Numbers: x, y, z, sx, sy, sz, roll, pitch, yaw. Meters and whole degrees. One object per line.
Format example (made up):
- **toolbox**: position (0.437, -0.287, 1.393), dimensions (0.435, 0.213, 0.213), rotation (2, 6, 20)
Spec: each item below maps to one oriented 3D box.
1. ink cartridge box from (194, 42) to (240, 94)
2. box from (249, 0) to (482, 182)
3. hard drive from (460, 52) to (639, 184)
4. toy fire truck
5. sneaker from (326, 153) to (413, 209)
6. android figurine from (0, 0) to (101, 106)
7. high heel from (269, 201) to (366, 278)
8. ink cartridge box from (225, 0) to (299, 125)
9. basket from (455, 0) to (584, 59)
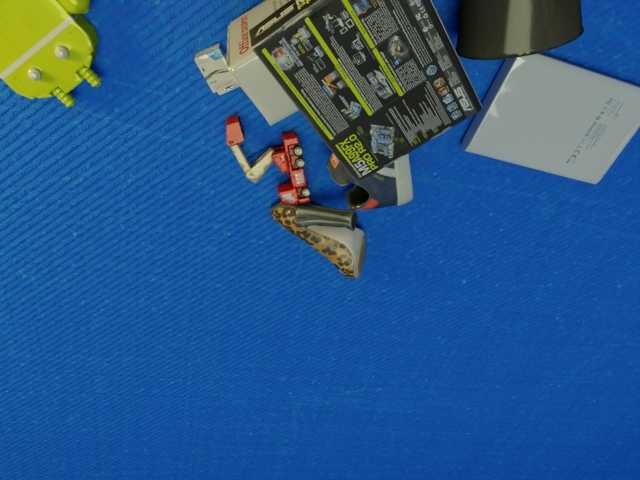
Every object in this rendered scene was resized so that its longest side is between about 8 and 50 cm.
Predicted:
- **ink cartridge box**: position (-0.175, -0.289, 0.921), dimensions (0.048, 0.028, 0.083), rotation (-21, 129, 10)
- **box**: position (0.070, -0.231, 0.730), dimensions (0.216, 0.060, 0.270), rotation (-30, 131, 17)
- **hard drive**: position (0.464, -0.235, 1.042), dimensions (0.319, 0.040, 0.210), rotation (11, 126, -16)
- **toy fire truck**: position (-0.099, -0.149, 1.019), dimensions (0.136, 0.047, 0.191), rotation (-13, 120, -4)
- **sneaker**: position (0.075, -0.183, 0.966), dimensions (0.148, 0.131, 0.349), rotation (-15, 133, 2)
- **android figurine**: position (-0.470, -0.333, 0.832), dimensions (0.248, 0.056, 0.272), rotation (-28, 125, 15)
- **high heel**: position (0.000, 0.000, 1.171), dimensions (0.187, 0.093, 0.261), rotation (10, 149, 18)
- **ink cartridge box**: position (0.002, -0.321, 0.810), dimensions (0.273, 0.196, 0.114), rotation (-25, 129, 13)
- **basket**: position (0.300, -0.416, 0.810), dimensions (0.205, 0.154, 0.226), rotation (-14, 126, 2)
